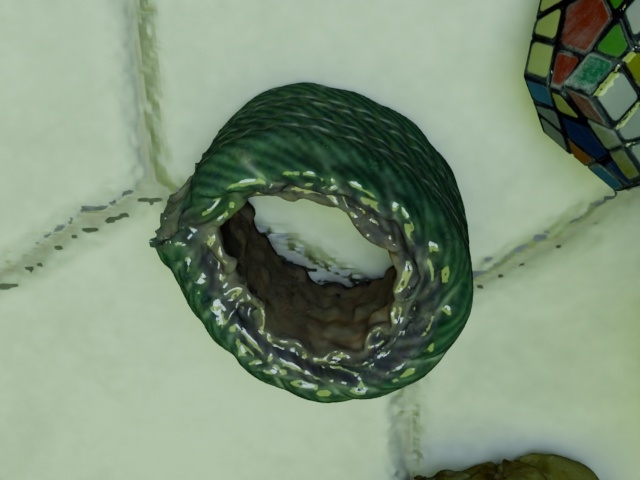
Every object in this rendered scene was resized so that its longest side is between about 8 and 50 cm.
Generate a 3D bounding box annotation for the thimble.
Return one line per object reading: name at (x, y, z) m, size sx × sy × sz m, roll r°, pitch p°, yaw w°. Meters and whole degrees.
thimble at (0.003, 0.000, 0.504) m, size 0.135 × 0.090 × 0.118 m, roll 42°, pitch 109°, yaw -12°

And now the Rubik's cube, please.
Rubik's cube at (0.137, -0.073, 0.456) m, size 0.111 × 0.093 × 0.111 m, roll 2°, pitch 114°, yaw 4°

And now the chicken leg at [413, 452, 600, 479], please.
chicken leg at (0.140, 0.171, 0.577) m, size 0.227 × 0.088 × 0.103 m, roll 17°, pitch 103°, yaw 0°
